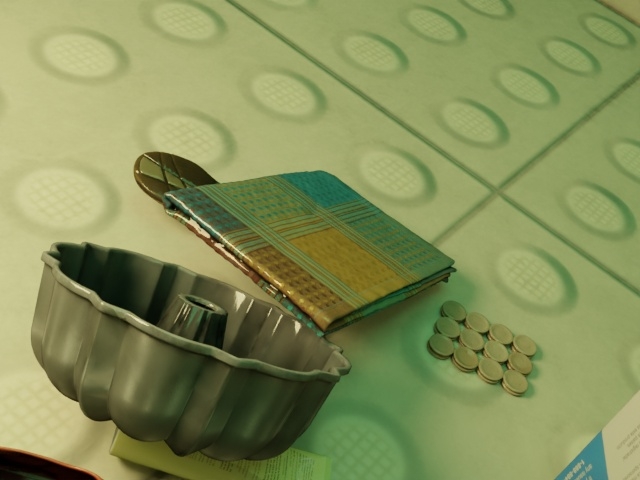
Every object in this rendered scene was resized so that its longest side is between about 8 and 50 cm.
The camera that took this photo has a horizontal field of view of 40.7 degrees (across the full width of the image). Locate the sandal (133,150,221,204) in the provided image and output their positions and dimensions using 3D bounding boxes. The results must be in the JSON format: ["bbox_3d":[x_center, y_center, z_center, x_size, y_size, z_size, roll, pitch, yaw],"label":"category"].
[{"bbox_3d":[-0.158,-0.050,1.190,0.219,0.060,0.090,20,45,-26],"label":"sandal"}]

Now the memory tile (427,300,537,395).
[{"bbox_3d":[0.223,0.147,1.186,0.148,0.012,0.113,27,41,3],"label":"memory tile"}]

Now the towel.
[{"bbox_3d":[0.000,0.000,1.128,0.271,0.040,0.370,37,25,20],"label":"towel"}]

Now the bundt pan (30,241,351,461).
[{"bbox_3d":[-0.141,0.119,0.881,0.331,0.124,0.331,22,4,-2],"label":"bundt pan"}]

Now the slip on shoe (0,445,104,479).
[{"bbox_3d":[-0.338,0.223,0.779,0.331,0.101,0.123,16,43,-7],"label":"slip on shoe"}]

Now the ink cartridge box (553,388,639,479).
[{"bbox_3d":[0.438,0.348,0.863,0.166,0.285,0.395,-1,47,-26],"label":"ink cartridge box"}]

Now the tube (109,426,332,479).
[{"bbox_3d":[-0.100,0.234,0.915,0.240,0.062,0.070,19,76,-11],"label":"tube"}]
